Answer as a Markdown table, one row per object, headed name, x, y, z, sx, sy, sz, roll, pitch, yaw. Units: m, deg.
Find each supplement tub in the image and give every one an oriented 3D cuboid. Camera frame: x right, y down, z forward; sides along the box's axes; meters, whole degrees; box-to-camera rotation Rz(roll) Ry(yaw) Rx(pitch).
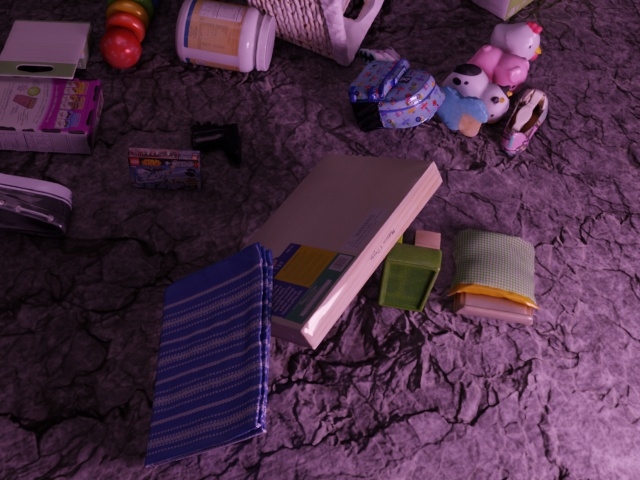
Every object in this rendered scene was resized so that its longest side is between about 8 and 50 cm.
| name | x | y | z | sx | sy | sz | roll | pitch | yaw |
| --- | --- | --- | --- | --- | --- | --- | --- | --- | --- |
| supplement tub | -0.209 | -0.453 | 1.807 | 0.200 | 0.144 | 0.144 | 10 | 53 | 2 |

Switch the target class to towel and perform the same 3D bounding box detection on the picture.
| name | x | y | z | sx | sy | sz | roll | pitch | yaw |
| --- | --- | --- | --- | --- | --- | --- | --- | --- | --- |
| towel | -0.182 | 0.178 | 1.318 | 0.243 | 0.040 | 0.335 | -23 | 48 | 28 |

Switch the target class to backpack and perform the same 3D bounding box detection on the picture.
| name | x | y | z | sx | sy | sz | roll | pitch | yaw |
| --- | --- | --- | --- | --- | --- | --- | --- | --- | --- |
| backpack | 0.166 | -0.306 | 1.715 | 0.173 | 0.116 | 0.158 | 8 | 46 | 40 |

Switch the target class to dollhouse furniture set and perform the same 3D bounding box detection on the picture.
| name | x | y | z | sx | sy | sz | roll | pitch | yaw |
| --- | --- | --- | --- | --- | --- | --- | --- | --- | --- |
| dollhouse furniture set | 0.264 | 0.024 | 1.489 | 0.302 | 0.151 | 0.197 | 9 | 53 | 1 |

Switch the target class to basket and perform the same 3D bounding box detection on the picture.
| name | x | y | z | sx | sy | sz | roll | pitch | yaw |
| --- | --- | --- | --- | --- | --- | --- | --- | --- | --- |
| basket | -0.002 | -0.629 | 1.798 | 0.267 | 0.331 | 0.328 | 21 | 76 | 13 |

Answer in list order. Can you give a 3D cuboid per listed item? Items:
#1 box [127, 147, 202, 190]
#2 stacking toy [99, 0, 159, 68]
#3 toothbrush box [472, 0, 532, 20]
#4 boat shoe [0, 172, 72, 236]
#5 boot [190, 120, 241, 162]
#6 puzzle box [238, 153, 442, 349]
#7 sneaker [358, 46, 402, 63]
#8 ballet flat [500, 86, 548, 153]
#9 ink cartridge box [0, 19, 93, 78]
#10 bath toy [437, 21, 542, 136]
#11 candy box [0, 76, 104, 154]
| name | x | y | z | sx | sy | sz | roll | pitch | yaw |
| --- | --- | --- | --- | --- | --- | --- | --- | --- | --- |
| box | -0.303 | -0.139 | 1.595 | 0.137 | 0.094 | 0.027 | 3 | 54 | -4 |
| stacking toy | -0.431 | -0.525 | 1.863 | 0.141 | 0.141 | 0.330 | 4 | 60 | -3 |
| toothbrush box | 0.485 | -0.713 | 2.081 | 0.206 | 0.122 | 0.283 | 40 | 58 | 22 |
| boat shoe | -0.619 | -0.059 | 1.498 | 0.307 | 0.113 | 0.104 | 10 | 58 | -17 |
| boot | -0.215 | -0.201 | 1.681 | 0.099 | 0.045 | 0.121 | -4 | 47 | -11 |
| puzzle box | 0.000 | 0.000 | 1.442 | 0.272 | 0.052 | 0.409 | 11 | 52 | 45 |
| sneaker | 0.142 | -0.433 | 1.894 | 0.098 | 0.038 | 0.069 | 26 | 53 | 2 |
| ballet flat | 0.453 | -0.280 | 1.780 | 0.077 | 0.079 | 0.221 | 25 | 55 | 11 |
| ink cartridge box | -0.597 | -0.398 | 1.766 | 0.171 | 0.056 | 0.235 | 1 | 45 | -5 |
| bath toy | 0.396 | -0.376 | 1.818 | 0.151 | 0.129 | 0.348 | 49 | 58 | -12 |
| candy box | -0.577 | -0.260 | 1.674 | 0.234 | 0.071 | 0.159 | 3 | 53 | -3 |
